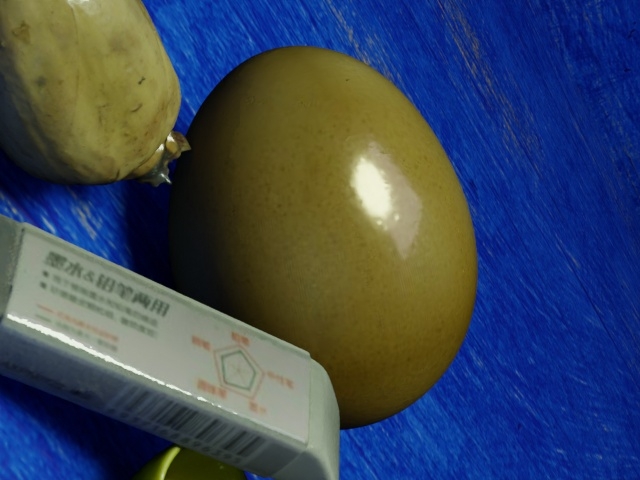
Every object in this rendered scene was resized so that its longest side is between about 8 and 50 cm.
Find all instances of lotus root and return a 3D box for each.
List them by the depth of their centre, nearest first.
[{"bbox_3d":[-0.180,-0.129,0.888,0.154,0.140,0.257,53,-11,45],"label":"lotus root"}]

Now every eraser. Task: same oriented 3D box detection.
[{"bbox_3d":[-0.115,0.079,0.878,0.352,0.061,0.089,27,42,-25],"label":"eraser"}]

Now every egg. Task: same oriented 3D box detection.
[{"bbox_3d":[0.000,0.000,1.056,0.250,0.250,0.322,-57,139,-60],"label":"egg"}]

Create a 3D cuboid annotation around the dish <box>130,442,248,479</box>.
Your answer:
[{"bbox_3d":[-0.103,0.229,0.903,0.149,0.080,0.208,46,33,-44],"label":"dish"}]
